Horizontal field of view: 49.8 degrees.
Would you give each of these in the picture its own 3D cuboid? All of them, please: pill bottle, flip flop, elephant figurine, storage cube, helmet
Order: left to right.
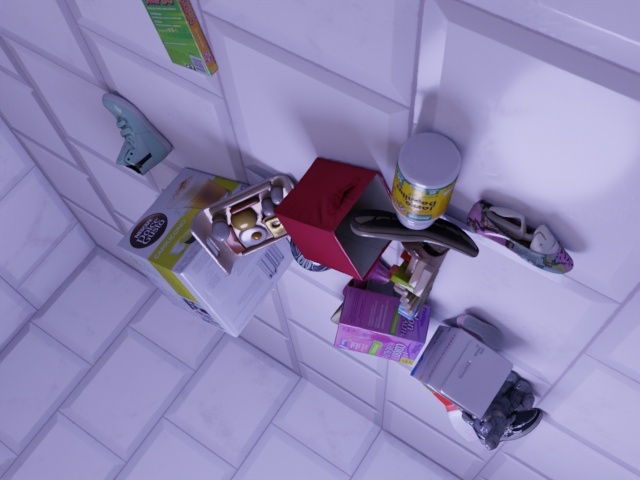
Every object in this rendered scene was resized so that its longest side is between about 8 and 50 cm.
[{"bbox_3d":[0.000,0.000,1.793,0.169,0.161,0.169,31,158,14],"label":"helmet"},{"bbox_3d":[0.044,-0.055,1.587,0.193,0.184,0.215,19,154,41],"label":"storage cube"},{"bbox_3d":[0.197,-0.001,1.460,0.277,0.112,0.080,8,115,-4],"label":"flip flop"},{"bbox_3d":[0.198,-0.106,1.334,0.117,0.117,0.208,31,158,14],"label":"pill bottle"},{"bbox_3d":[0.486,0.492,1.959,0.169,0.239,0.186,18,152,38],"label":"elephant figurine"}]

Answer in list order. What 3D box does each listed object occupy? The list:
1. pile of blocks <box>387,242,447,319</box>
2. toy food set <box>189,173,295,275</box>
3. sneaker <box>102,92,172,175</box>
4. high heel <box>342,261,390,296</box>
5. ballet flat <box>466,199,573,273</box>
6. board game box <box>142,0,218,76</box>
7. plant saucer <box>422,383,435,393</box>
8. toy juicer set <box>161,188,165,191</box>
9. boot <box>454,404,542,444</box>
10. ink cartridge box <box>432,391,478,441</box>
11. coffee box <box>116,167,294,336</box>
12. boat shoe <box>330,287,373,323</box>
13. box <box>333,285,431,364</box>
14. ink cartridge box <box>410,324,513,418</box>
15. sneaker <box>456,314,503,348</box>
[{"bbox_3d":[0.212,0.106,1.708,0.112,0.149,0.362,31,159,14],"label":"pile of blocks"},{"bbox_3d":[-0.171,-0.032,1.878,0.092,0.306,0.220,-103,-14,-45],"label":"toy food set"},{"bbox_3d":[-0.583,-0.311,2.059,0.256,0.151,0.094,45,159,-17],"label":"sneaker"},{"bbox_3d":[0.098,0.100,1.948,0.117,0.082,0.244,34,156,-14],"label":"high heel"},{"bbox_3d":[0.386,-0.012,1.318,0.221,0.077,0.079,30,138,18],"label":"ballet flat"},{"bbox_3d":[-0.314,-0.470,1.479,0.124,0.039,0.259,25,159,26],"label":"board game box"},{"bbox_3d":[0.435,0.492,2.318,0.241,0.037,0.241,31,158,14],"label":"plant saucer"},{"bbox_3d":[-0.436,-0.042,2.475,0.209,0.089,0.329,12,148,47],"label":"toy juicer set"},{"bbox_3d":[0.536,0.524,2.108,0.178,0.085,0.236,50,130,-5],"label":"boot"},{"bbox_3d":[0.497,0.559,2.226,0.189,0.066,0.232,-24,127,37],"label":"ink cartridge box"},{"bbox_3d":[-0.347,0.029,2.143,0.334,0.338,0.338,19,153,40],"label":"coffee box"},{"bbox_3d":[0.107,0.220,2.164,0.089,0.104,0.285,37,158,2],"label":"boat shoe"},{"bbox_3d":[0.172,0.247,1.965,0.243,0.117,0.213,13,154,2],"label":"box"},{"bbox_3d":[0.371,0.345,1.841,0.168,0.171,0.233,33,175,-1],"label":"ink cartridge box"},{"bbox_3d":[0.415,0.235,1.806,0.134,0.051,0.070,34,173,-10],"label":"sneaker"}]
